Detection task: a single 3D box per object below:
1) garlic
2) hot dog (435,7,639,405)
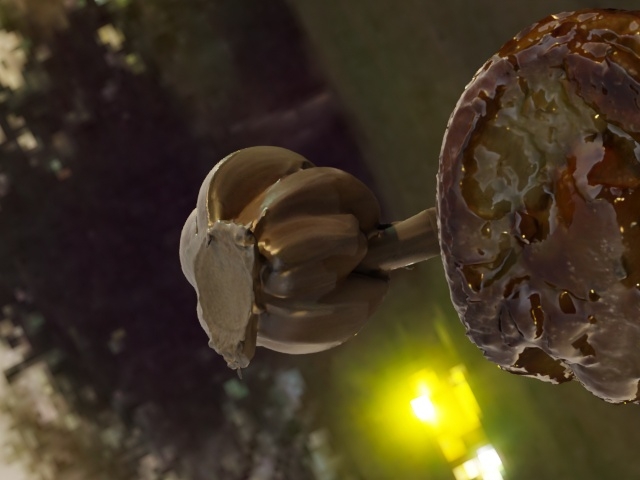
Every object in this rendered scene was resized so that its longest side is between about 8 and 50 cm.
[{"bbox_3d":[0.000,0.000,1.211,0.127,0.194,0.131,19,124,56],"label":"garlic"},{"bbox_3d":[0.087,0.001,0.549,0.147,0.099,0.065,73,-144,-48],"label":"hot dog"}]
